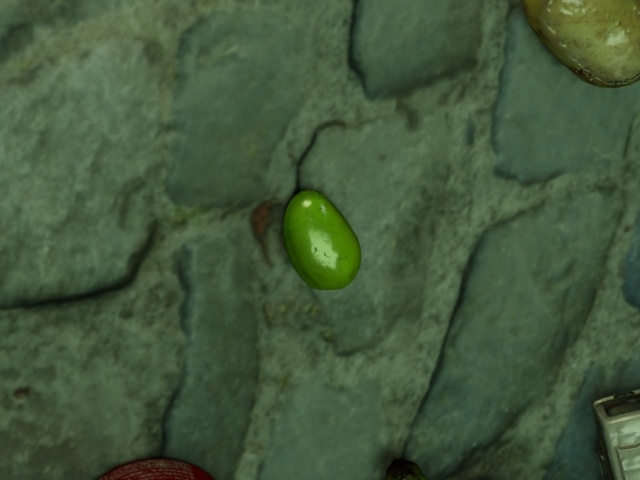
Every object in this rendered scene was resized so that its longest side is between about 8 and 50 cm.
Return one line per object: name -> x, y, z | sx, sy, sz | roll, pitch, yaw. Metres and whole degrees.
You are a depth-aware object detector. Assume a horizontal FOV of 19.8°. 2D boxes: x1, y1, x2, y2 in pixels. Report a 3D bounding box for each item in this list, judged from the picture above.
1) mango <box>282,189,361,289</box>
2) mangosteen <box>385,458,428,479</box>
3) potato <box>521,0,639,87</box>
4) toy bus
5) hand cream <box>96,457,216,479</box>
mango -> 0.000, 0.000, 1.859 | 0.073, 0.056, 0.108 | -22, 102, -9
mangosteen -> 0.189, 0.394, 1.934 | 0.306, 0.306, 0.360 | -14, 92, -8
potato -> 0.270, -0.220, 1.823 | 0.170, 0.080, 0.107 | 34, 99, -28
toy bus -> 0.361, 0.298, 1.990 | 0.092, 0.106, 0.268 | -13, 89, 4
hand cream -> -0.168, 0.332, 1.907 | 0.193, 0.125, 0.193 | -5, 113, -11
